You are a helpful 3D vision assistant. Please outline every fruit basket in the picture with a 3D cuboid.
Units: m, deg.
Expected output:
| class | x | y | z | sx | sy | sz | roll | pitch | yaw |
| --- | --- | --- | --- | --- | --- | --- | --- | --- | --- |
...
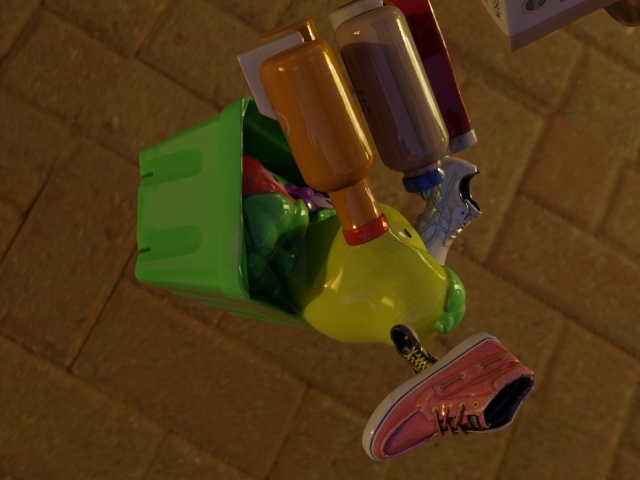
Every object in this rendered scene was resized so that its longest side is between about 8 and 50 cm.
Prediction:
| class | x | y | z | sx | sy | sz | roll | pitch | yaw |
| --- | --- | --- | --- | --- | --- | --- | --- | --- | --- |
| fruit basket | 0.000 | 0.000 | 1.585 | 0.392 | 0.392 | 0.283 | 5 | 76 | -19 |

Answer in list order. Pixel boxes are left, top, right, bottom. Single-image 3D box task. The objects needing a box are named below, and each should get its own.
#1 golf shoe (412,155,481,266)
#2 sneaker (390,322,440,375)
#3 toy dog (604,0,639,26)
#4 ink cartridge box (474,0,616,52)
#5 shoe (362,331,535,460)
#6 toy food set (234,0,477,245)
| class | x | y | z | sx | sy | sz | roll | pitch | yaw |
| --- | --- | --- | --- | --- | --- | --- | --- | --- | --- |
| golf shoe | 0.171 | -0.025 | 1.717 | 0.086 | 0.069 | 0.176 | 7 | 101 | 21 |
| sneaker | 0.098 | 0.122 | 1.335 | 0.031 | 0.035 | 0.083 | -46 | 70 | 12 |
| toy dog | 0.500 | -0.264 | 1.442 | 0.395 | 0.408 | 0.284 | 21 | 107 | -49 |
| ink cartridge box | 0.217 | -0.287 | 1.085 | 0.193 | 0.235 | 0.088 | -26 | 64 | 1 |
| shoe | 0.128 | 0.168 | 1.273 | 0.178 | 0.081 | 0.063 | -38 | 129 | -10 |
| toy food set | 0.023 | -0.079 | 0.747 | 0.111 | 0.232 | 0.104 | -23 | 103 | -2 |
